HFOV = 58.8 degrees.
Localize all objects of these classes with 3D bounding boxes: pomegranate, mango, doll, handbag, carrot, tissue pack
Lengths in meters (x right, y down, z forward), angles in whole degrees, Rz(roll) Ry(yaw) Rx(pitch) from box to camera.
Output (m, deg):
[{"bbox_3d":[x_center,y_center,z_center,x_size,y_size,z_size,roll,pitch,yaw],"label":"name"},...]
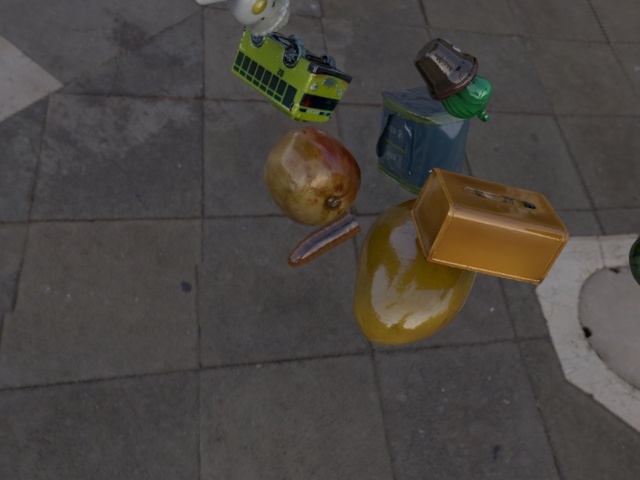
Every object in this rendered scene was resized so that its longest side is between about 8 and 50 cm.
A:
[{"bbox_3d":[-0.028,-0.170,1.462,0.229,0.252,0.270,-40,43,7],"label":"pomegranate"},{"bbox_3d":[0.230,0.073,1.416,0.300,0.232,0.445,12,46,22],"label":"mango"},{"bbox_3d":[-0.162,-0.482,1.068,0.293,0.138,0.119,20,20,-50],"label":"doll"},{"bbox_3d":[0.285,-0.290,1.614,0.223,0.240,0.263,-17,36,-27],"label":"handbag"},{"bbox_3d":[0.000,0.000,0.981,0.139,0.048,0.048,-31,68,-8],"label":"carrot"},{"bbox_3d":[0.362,-0.038,1.247,0.275,0.145,0.194,12,32,-12],"label":"tissue pack"}]

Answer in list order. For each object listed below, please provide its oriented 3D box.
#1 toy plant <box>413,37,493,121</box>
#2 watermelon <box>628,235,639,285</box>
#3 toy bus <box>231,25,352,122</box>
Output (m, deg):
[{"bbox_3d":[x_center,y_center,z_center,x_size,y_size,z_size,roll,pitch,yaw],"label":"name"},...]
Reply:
[{"bbox_3d":[0.270,-0.297,1.088,0.200,0.143,0.105,37,89,-18],"label":"toy plant"},{"bbox_3d":[0.625,0.033,0.988,0.141,0.187,0.140,-1,78,4],"label":"watermelon"},{"bbox_3d":[-0.069,-0.367,1.256,0.128,0.150,0.262,-1,34,-47],"label":"toy bus"}]
